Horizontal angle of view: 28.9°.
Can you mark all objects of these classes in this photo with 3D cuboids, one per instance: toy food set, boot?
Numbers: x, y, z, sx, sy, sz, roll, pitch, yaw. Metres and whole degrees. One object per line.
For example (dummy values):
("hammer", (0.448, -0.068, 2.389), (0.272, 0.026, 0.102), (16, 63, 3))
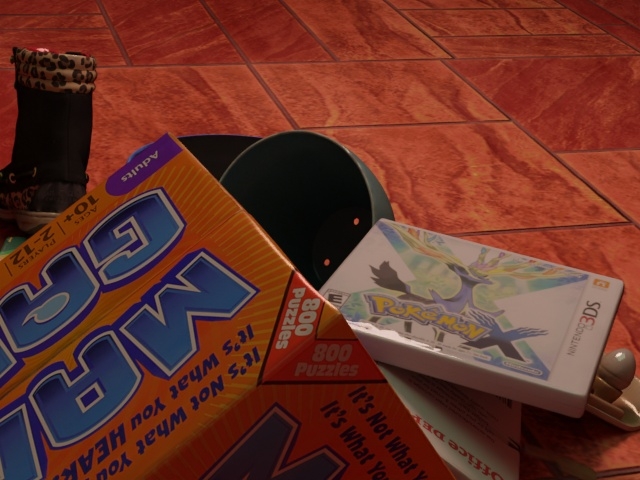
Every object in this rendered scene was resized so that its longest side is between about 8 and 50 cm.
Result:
("toy food set", (0.279, 0.325, 1.394), (0.132, 0.038, 0.192), (26, 32, -25))
("boot", (-0.446, -0.164, 1.976), (0.138, 0.284, 0.377), (1, 10, -24))
("toy food set", (0.305, 0.130, 1.652), (0.306, 0.092, 0.220), (29, 9, -38))

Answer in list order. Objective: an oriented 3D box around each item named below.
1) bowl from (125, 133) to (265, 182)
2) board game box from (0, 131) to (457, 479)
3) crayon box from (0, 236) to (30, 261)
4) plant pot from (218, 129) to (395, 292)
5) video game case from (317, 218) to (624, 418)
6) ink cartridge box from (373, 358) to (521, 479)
("bowl", (-0.155, -0.100, 2.160), (0.391, 0.077, 0.391), (4, 21, -2))
("board game box", (-0.124, 0.197, 1.108), (0.356, 0.356, 0.356), (-39, 39, -6))
("crayon box", (-0.387, 0.092, 1.751), (0.165, 0.081, 0.278), (3, 26, -3))
("plant pot", (0.000, 0.000, 1.836), (0.290, 0.290, 0.195), (23, 4, 33))
("video game case", (0.176, 0.079, 1.470), (0.328, 0.036, 0.300), (15, 27, 16))
("ink cartridge box", (0.120, 0.209, 1.458), (0.211, 0.121, 0.289), (37, 26, -7))
